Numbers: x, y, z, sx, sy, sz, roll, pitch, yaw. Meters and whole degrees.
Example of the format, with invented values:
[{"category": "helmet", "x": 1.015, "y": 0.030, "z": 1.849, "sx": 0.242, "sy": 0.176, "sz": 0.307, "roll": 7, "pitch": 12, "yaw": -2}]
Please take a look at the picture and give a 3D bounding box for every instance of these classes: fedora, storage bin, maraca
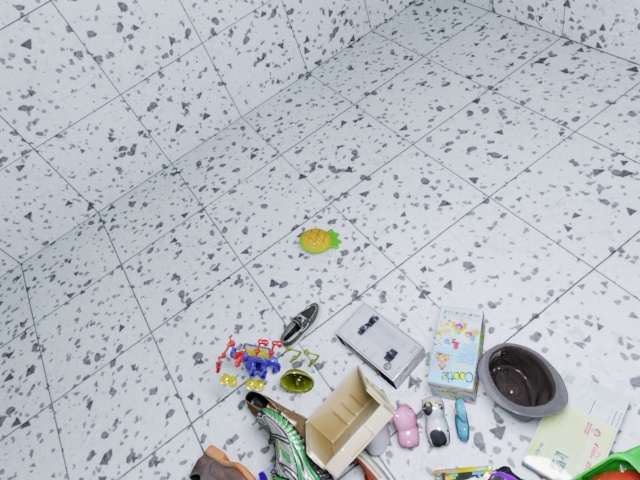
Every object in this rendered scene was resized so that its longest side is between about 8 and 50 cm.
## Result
[{"category": "fedora", "x": 0.607, "y": 0.453, "z": 1.487, "sx": 0.243, "sy": 0.124, "sz": 0.275, "roll": -11, "pitch": 39, "yaw": -10}, {"category": "storage bin", "x": 0.085, "y": 0.556, "z": 1.502, "sx": 0.123, "sy": 0.260, "sz": 0.262, "roll": 43, "pitch": 89, "yaw": -2}, {"category": "maraca", "x": 0.000, "y": 0.000, "z": 2.106, "sx": 0.185, "sy": 0.099, "sz": 0.127, "roll": -7, "pitch": 59, "yaw": -16}]

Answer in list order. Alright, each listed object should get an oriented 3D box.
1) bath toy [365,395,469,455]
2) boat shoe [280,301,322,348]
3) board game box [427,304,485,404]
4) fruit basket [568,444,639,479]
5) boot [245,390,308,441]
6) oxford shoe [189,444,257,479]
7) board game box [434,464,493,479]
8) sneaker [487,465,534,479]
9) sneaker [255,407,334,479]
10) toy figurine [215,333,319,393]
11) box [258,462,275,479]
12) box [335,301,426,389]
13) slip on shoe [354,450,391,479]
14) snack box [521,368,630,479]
[{"category": "bath toy", "x": 0.288, "y": 0.581, "z": 1.528, "sx": 0.348, "sy": 0.129, "sz": 0.151, "roll": -15, "pitch": 51, "yaw": 11}, {"category": "boat shoe", "x": -0.074, "y": 0.326, "z": 1.897, "sx": 0.077, "sy": 0.070, "sz": 0.219, "roll": 24, "pitch": 66, "yaw": 33}, {"category": "board game box", "x": 0.458, "y": 0.377, "z": 1.609, "sx": 0.144, "sy": 0.142, "sz": 0.275, "roll": 4, "pitch": 55, "yaw": 25}, {"category": "fruit basket", "x": 0.741, "y": 0.713, "z": 1.118, "sx": 0.391, "sy": 0.283, "sz": 0.392, "roll": 11, "pitch": 44, "yaw": -10}, {"category": "boot", "x": -0.143, "y": 0.618, "z": 1.673, "sx": 0.305, "sy": 0.115, "sz": 0.112, "roll": 20, "pitch": 61, "yaw": 30}, {"category": "oxford shoe", "x": -0.292, "y": 0.783, "z": 1.539, "sx": 0.363, "sy": 0.130, "sz": 0.132, "roll": -3, "pitch": 33, "yaw": 50}, {"category": "board game box", "x": 0.428, "y": 0.740, "z": 1.405, "sx": 0.170, "sy": 0.048, "sz": 0.141, "roll": -12, "pitch": 50, "yaw": 12}, {"category": "sneaker", "x": 0.590, "y": 0.734, "z": 1.313, "sx": 0.293, "sy": 0.102, "sz": 0.146, "roll": 41, "pitch": 37, "yaw": 20}, {"category": "sneaker", "x": -0.106, "y": 0.668, "z": 1.506, "sx": 0.146, "sy": 0.134, "sz": 0.343, "roll": -36, "pitch": 54, "yaw": -15}, {"category": "toy figurine", "x": -0.202, "y": 0.423, "z": 1.789, "sx": 0.217, "sy": 0.362, "sz": 0.191, "roll": -138, "pitch": 62, "yaw": -73}, {"category": "box", "x": -0.111, "y": 0.782, "z": 1.561, "sx": 0.137, "sy": 0.072, "sz": 0.126, "roll": -32, "pitch": 49, "yaw": -4}, {"category": "box", "x": 0.214, "y": 0.372, "z": 1.742, "sx": 0.169, "sy": 0.087, "sz": 0.290, "roll": -45, "pitch": 52, "yaw": -15}, {"category": "slip on shoe", "x": 0.186, "y": 0.769, "z": 1.435, "sx": 0.101, "sy": 0.123, "sz": 0.331, "roll": -37, "pitch": 55, "yaw": -4}, {"category": "snack box", "x": 0.746, "y": 0.561, "z": 1.413, "sx": 0.187, "sy": 0.060, "sz": 0.322, "roll": 24, "pitch": 65, "yaw": 34}]
